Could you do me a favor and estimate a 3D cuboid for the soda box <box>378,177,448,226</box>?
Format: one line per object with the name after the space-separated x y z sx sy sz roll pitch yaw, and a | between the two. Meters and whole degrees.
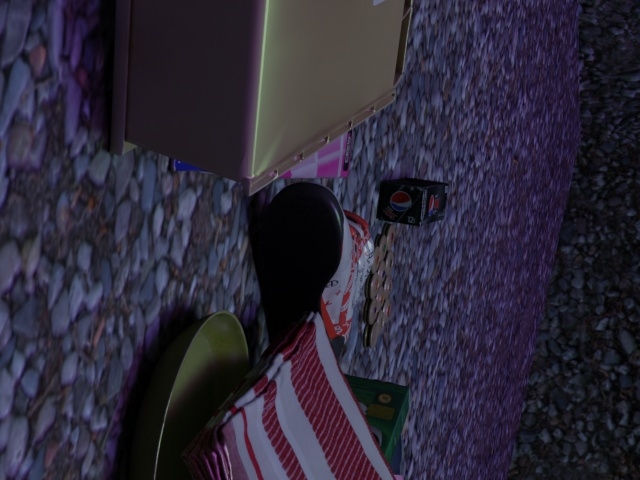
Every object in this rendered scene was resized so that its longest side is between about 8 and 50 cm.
0.126 -0.053 2.084 0.169 0.060 0.053 -13 112 -75 | soda box

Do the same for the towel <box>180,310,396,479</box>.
-0.008 0.223 1.443 0.237 0.037 0.329 65 23 -11 | towel

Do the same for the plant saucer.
-0.117 0.178 1.360 0.241 0.037 0.241 7 90 -76 | plant saucer

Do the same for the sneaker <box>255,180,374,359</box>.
-0.001 0.000 1.597 0.270 0.090 0.145 87 18 -47 | sneaker

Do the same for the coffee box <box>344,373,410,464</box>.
0.028 0.232 1.783 0.184 0.113 0.040 -67 162 -47 | coffee box

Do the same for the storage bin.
-0.027 -0.208 1.163 0.260 0.123 0.262 -37 141 -50 | storage bin

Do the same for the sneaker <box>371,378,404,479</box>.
0.068 0.323 1.975 0.131 0.112 0.319 -54 150 -54 | sneaker

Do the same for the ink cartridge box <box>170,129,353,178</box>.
-0.038 -0.147 1.438 0.371 0.069 0.176 -8 105 -72 | ink cartridge box

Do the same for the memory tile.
0.079 0.060 2.062 0.113 0.012 0.148 -52 147 -61 | memory tile
